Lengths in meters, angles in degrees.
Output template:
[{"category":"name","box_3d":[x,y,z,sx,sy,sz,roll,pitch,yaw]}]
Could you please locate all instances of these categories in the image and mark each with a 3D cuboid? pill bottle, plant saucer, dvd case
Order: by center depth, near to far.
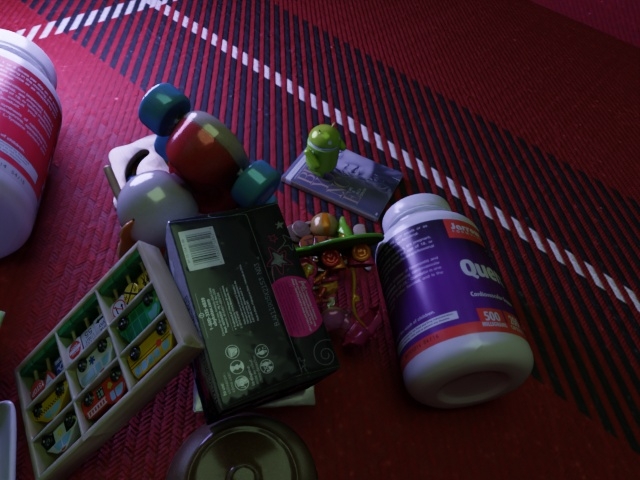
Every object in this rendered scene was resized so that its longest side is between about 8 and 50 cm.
[{"category":"plant saucer","box_3d":[-0.097,0.307,0.622,0.198,0.036,0.199,6,48,-7]},{"category":"pill bottle","box_3d":[0.190,0.081,0.777,0.181,0.182,0.323,0,49,-10]},{"category":"pill bottle","box_3d":[-0.578,-0.181,0.836,0.228,0.229,0.408,-2,50,-12]},{"category":"dvd case","box_3d":[0.051,-0.136,1.053,0.221,0.018,0.164,24,50,11]}]

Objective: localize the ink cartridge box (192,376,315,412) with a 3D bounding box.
[{"category":"ink cartridge box","box_3d":[-0.105,0.146,0.768,0.180,0.056,0.225,0,68,-11]}]

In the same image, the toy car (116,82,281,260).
[{"category":"toy car","box_3d":[-0.218,-0.061,0.743,0.219,0.210,0.238,40,75,4]}]

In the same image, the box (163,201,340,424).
[{"category":"box","box_3d":[-0.108,0.098,0.674,0.163,0.142,0.247,-13,68,-25]}]

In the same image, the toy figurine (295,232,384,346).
[{"category":"toy figurine","box_3d":[0.029,0.084,0.756,0.173,0.130,0.159,-9,80,-9]}]

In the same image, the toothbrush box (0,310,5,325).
[{"category":"toothbrush box","box_3d":[-0.481,0.183,0.483,0.206,0.122,0.283,25,37,-32]}]

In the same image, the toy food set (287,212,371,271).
[{"category":"toy food set","box_3d":[0.000,0.000,0.909,0.192,0.039,0.132,0,49,-10]}]

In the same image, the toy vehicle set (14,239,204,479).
[{"category":"toy vehicle set","box_3d":[-0.274,0.149,0.614,0.267,0.035,0.166,-43,58,11]}]

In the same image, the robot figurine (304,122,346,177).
[{"category":"robot figurine","box_3d":[0.005,-0.184,0.995,0.067,0.115,0.101,37,53,22]}]

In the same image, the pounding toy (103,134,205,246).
[{"category":"pounding toy","box_3d":[-0.285,-0.095,0.863,0.154,0.155,0.270,-11,55,-17]}]

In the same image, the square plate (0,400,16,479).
[{"category":"square plate","box_3d":[-0.483,0.373,0.484,0.343,0.049,0.347,-13,52,-20]}]
